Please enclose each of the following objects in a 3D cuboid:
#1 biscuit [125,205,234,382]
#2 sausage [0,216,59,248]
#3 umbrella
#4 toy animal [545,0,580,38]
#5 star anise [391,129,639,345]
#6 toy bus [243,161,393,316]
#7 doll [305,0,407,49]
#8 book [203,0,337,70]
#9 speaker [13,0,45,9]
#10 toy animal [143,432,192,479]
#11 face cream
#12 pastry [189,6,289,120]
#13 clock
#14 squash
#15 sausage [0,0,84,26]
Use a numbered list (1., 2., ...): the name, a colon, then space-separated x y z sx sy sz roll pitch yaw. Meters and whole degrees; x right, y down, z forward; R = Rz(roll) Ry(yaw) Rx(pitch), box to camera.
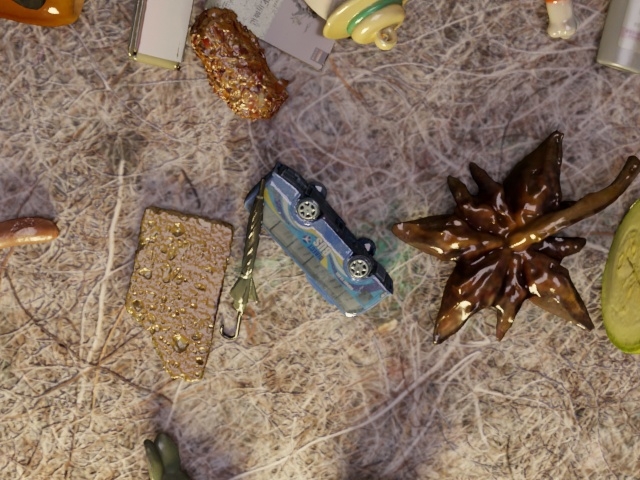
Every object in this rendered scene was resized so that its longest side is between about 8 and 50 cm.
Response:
1. biscuit: -0.205 0.076 1.384 0.131 0.026 0.237 12 101 -4
2. sausage: -0.451 0.002 1.345 0.186 0.043 0.043 -15 102 -1
3. umbrella: -0.092 0.031 1.345 0.044 0.044 0.269 17 121 -1
4. toy animal: 0.302 -0.405 1.264 0.140 0.138 0.282 -34 103 -1
5. star anise: 0.273 -0.001 1.359 0.349 0.109 0.292 -2 106 -4
6. toy bus: -0.001 0.000 1.361 0.094 0.079 0.236 -38 101 20
7. doll: -0.005 -0.371 1.250 0.271 0.144 0.208 22 64 -12
8. book: -0.050 -0.323 1.320 0.181 0.014 0.127 27 98 -8
9. speaker: -0.405 -0.434 1.132 0.388 0.184 0.180 31 70 3
10. toy animal: -0.195 0.395 1.423 0.108 0.138 0.236 -39 76 42
11. face cream: 0.435 -0.327 1.328 0.084 0.057 0.198 14 101 -7
12. pastry: -0.111 -0.227 1.305 0.087 0.063 0.169 -34 105 13
13. clock: -0.192 -0.317 1.245 0.071 0.147 0.192 10 101 -10
14. squash: 0.437 0.047 1.323 0.041 0.219 0.219 8 101 -4
15. sausage: -0.435 -0.341 1.248 0.274 0.105 0.105 11 100 -6
